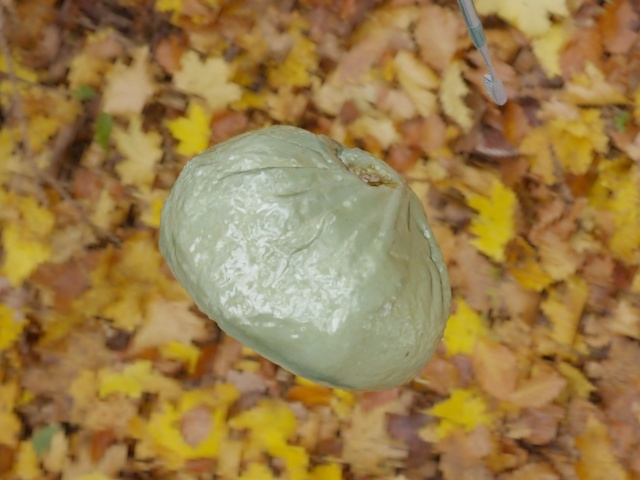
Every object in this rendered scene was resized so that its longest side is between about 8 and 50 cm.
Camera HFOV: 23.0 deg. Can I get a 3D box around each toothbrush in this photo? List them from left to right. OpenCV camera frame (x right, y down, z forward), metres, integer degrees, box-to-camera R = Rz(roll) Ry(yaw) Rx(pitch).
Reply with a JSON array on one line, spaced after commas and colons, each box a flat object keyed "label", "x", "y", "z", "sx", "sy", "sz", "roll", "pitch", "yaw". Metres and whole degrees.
[{"label": "toothbrush", "x": 0.106, "y": -0.151, "z": 1.099, "sx": 0.011, "sy": 0.167, "sz": 0.014, "roll": -42, "pitch": 51, "yaw": -11}]

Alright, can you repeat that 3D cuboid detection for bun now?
[{"label": "bun", "x": 0.000, "y": 0.000, "z": 0.942, "sx": 0.195, "sy": 0.195, "sz": 0.118, "roll": 41, "pitch": 106, "yaw": 36}]
